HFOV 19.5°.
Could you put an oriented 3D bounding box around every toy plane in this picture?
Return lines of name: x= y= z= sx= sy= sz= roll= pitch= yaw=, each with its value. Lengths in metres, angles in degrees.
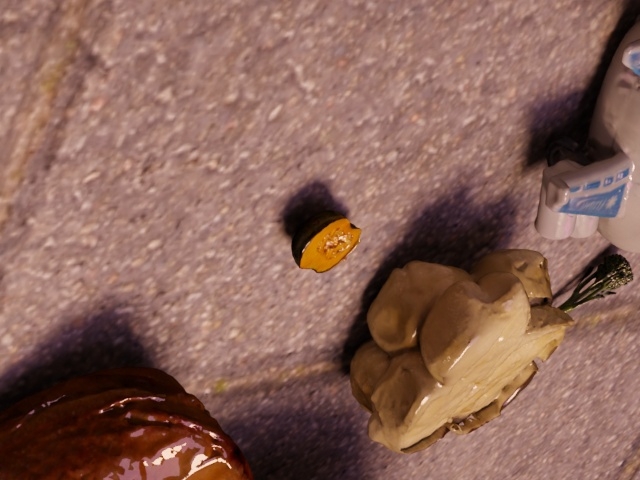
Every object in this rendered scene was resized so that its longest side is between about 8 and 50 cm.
toy plane: x=0.280 y=-0.088 z=1.505 sx=0.267 sy=0.122 sz=0.267 roll=-29 pitch=148 yaw=-21

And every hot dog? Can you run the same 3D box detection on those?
hot dog: x=-0.186 y=0.202 z=1.321 sx=0.272 sy=0.122 sz=0.196 roll=-36 pitch=145 yaw=-5

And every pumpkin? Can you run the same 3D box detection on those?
pumpkin: x=0.000 y=-0.001 z=1.376 sx=0.050 sy=0.028 sz=0.083 roll=-47 pitch=156 yaw=2

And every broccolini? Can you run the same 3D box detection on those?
broccolini: x=0.222 y=0.055 z=1.694 sx=0.140 sy=0.035 sz=0.030 roll=-30 pitch=166 yaw=-6

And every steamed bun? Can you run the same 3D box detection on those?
steamed bun: x=0.110 y=0.074 z=1.518 sx=0.177 sy=0.106 sz=0.192 roll=-20 pitch=149 yaw=-40
